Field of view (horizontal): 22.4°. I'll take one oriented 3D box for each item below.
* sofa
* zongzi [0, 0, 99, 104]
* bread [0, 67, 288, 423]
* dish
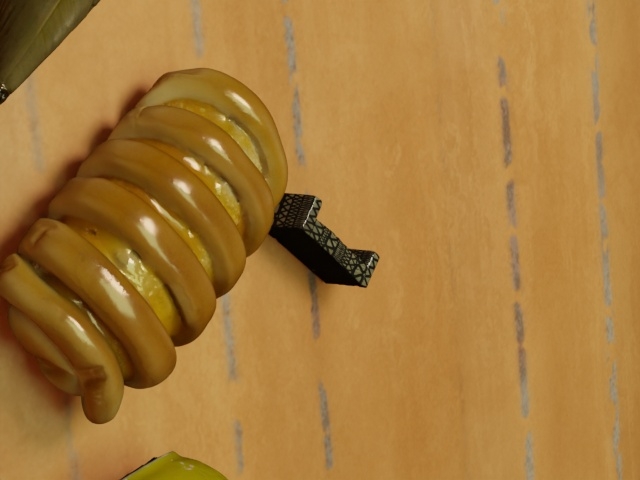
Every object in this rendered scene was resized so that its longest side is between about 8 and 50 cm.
[{"bbox_3d":[0.000,0.000,1.523,0.118,0.060,0.039,41,66,-43],"label":"sofa"},{"bbox_3d":[-0.231,-0.264,1.213,0.256,0.115,0.228,-53,126,-20],"label":"zongzi"},{"bbox_3d":[-0.130,-0.012,1.324,0.311,0.121,0.173,-57,130,-32],"label":"bread"},{"bbox_3d":[-0.138,0.224,1.334,0.080,0.149,0.208,58,33,6],"label":"dish"}]
